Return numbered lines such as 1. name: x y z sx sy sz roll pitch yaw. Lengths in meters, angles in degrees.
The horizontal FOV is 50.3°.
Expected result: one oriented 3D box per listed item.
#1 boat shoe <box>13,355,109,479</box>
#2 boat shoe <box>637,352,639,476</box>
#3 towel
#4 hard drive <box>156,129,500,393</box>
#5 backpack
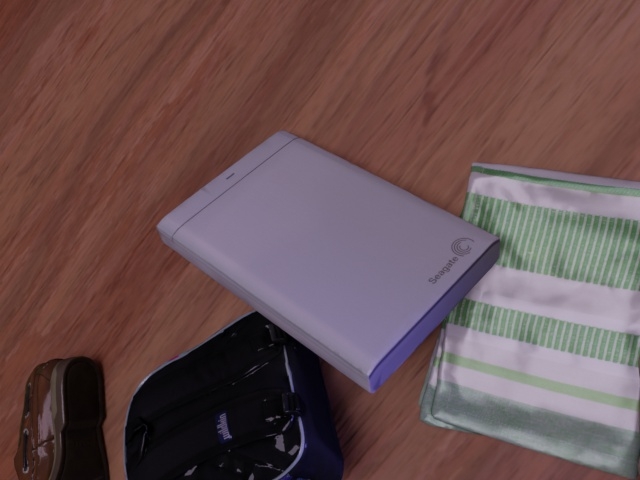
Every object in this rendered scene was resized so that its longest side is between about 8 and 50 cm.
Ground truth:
1. boat shoe: -0.384 0.328 0.999 0.104 0.110 0.307 -13 67 25
2. boat shoe: 0.362 0.234 0.661 0.113 0.103 0.302 -26 61 53
3. towel: 0.259 0.079 0.788 0.248 0.038 0.325 10 85 24
4. hard drive: 0.000 0.000 0.822 0.353 0.047 0.233 31 59 32
5. backpack: -0.108 0.230 0.827 0.253 0.191 0.225 -26 50 11
